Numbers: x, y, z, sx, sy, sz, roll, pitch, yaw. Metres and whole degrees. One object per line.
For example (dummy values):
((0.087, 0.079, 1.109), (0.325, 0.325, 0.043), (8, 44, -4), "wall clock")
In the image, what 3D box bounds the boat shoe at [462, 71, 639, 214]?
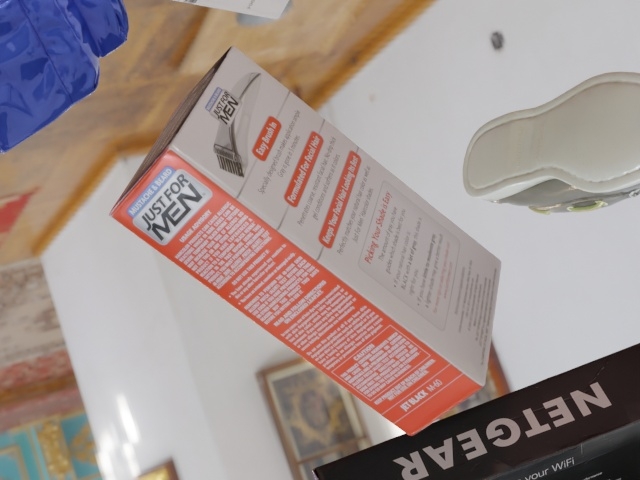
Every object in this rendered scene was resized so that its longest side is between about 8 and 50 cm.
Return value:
((0.254, -0.082, 1.043), (0.091, 0.109, 0.305), (15, 169, -26), "boat shoe")

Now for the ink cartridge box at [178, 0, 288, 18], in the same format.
((-0.152, -0.280, 0.864), (0.273, 0.198, 0.114), (-1, 129, -51), "ink cartridge box")

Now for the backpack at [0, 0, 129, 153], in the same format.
((-0.149, -0.115, 0.476), (0.101, 0.120, 0.098), (-42, -146, -23), "backpack")

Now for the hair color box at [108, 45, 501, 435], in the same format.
((0.000, 0.000, 0.502), (0.053, 0.167, 0.093), (-42, -163, 34), "hair color box")

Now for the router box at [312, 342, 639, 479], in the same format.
((0.097, 0.137, 0.583), (0.179, 0.046, 0.133), (-20, 135, -5), "router box")
